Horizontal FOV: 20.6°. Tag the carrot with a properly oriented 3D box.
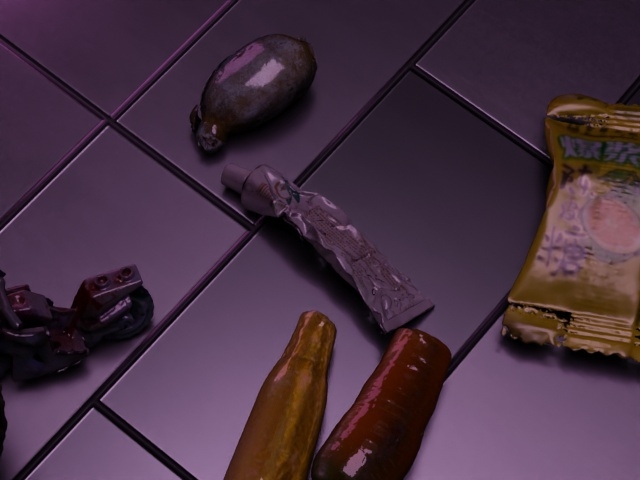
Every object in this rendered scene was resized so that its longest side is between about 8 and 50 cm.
[{"bbox_3d":[0.065,0.175,1.693,0.087,0.087,0.193,31,63,13],"label":"carrot"}]

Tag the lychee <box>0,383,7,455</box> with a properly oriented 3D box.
[{"bbox_3d":[-0.403,0.187,1.573,0.274,0.255,0.255,32,67,5],"label":"lychee"}]

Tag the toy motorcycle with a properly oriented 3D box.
[{"bbox_3d":[-0.269,0.072,1.712,0.213,0.122,0.082,-18,52,-12],"label":"toy motorcycle"}]

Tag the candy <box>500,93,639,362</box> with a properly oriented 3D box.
[{"bbox_3d":[0.298,-0.019,1.795,0.187,0.081,0.297,10,64,5],"label":"candy"}]

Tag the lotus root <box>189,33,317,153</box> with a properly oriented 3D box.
[{"bbox_3d":[-0.073,-0.160,1.857,0.165,0.088,0.088,-38,70,-8],"label":"lotus root"}]

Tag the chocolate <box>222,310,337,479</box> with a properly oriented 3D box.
[{"bbox_3d":[-0.030,0.170,1.693,0.085,0.085,0.219,17,64,6],"label":"chocolate"}]

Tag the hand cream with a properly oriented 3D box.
[{"bbox_3d":[0.001,-0.003,1.792,0.257,0.050,0.084,39,37,18],"label":"hand cream"}]
